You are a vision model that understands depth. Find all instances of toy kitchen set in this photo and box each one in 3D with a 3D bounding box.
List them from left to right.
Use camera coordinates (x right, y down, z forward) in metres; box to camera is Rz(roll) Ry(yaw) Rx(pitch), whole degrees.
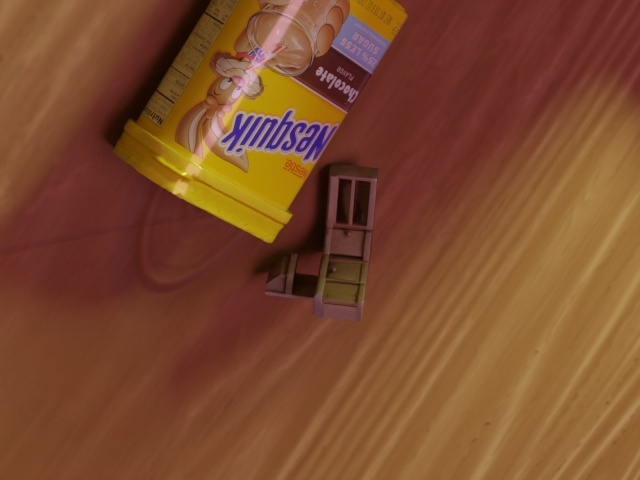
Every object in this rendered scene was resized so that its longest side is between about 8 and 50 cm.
[{"bbox_3d":[0.000,0.000,1.184,0.068,0.083,0.075,6,121,3],"label":"toy kitchen set"}]

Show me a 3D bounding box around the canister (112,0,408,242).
[{"bbox_3d":[-0.034,-0.098,1.080,0.126,0.073,0.170,27,96,-48],"label":"canister"}]
